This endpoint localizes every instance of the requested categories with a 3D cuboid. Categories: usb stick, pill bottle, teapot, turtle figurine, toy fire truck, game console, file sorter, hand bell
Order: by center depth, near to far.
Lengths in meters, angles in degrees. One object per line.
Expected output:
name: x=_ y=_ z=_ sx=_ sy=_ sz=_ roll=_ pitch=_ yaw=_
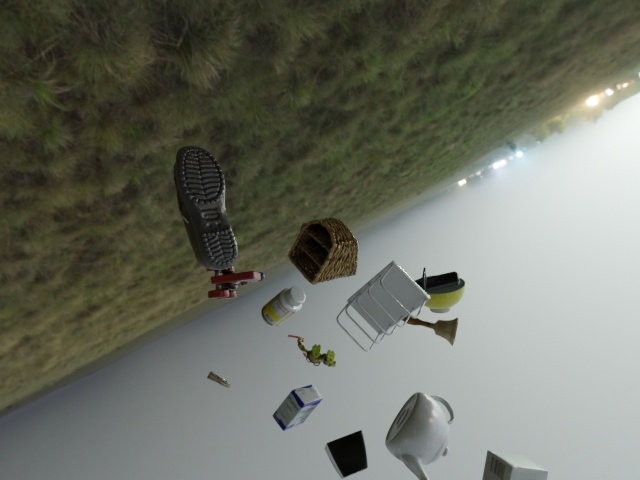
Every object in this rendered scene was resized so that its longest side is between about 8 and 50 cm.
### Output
teapot: x=0.360 y=0.668 z=1.386 sx=0.255 sy=0.187 sz=0.252 roll=-55 pitch=168 yaw=-4
file sorter: x=0.220 y=0.252 z=1.475 sx=0.277 sy=0.193 sz=0.173 roll=-47 pitch=175 yaw=35
game console: x=0.418 y=0.190 z=1.731 sx=0.071 sy=0.122 sz=0.107 roll=3 pitch=-135 yaw=19
hand bell: x=0.471 y=0.372 z=1.758 sx=0.242 sy=0.126 sz=0.126 roll=10 pitch=-165 yaw=22
pill bottle: x=-0.165 y=0.293 z=1.800 sx=0.215 sy=0.117 sz=0.117 roll=-41 pitch=171 yaw=33
turtle figurine: x=-0.031 y=0.513 z=1.813 sx=0.087 sy=0.270 sz=0.217 roll=-54 pitch=-177 yaw=-23
toy fire truck: x=-0.417 y=0.197 z=2.000 sx=0.254 sy=0.169 sz=0.302 roll=-6 pitch=170 yaw=4
usb stick: x=0.579 y=0.223 z=2.075 sx=0.278 sy=0.077 sz=0.045 roll=-15 pitch=148 yaw=16

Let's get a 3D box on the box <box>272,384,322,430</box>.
box: x=-0.082 y=0.609 z=1.462 sx=0.137 sy=0.072 sz=0.126 roll=-55 pitch=149 yaw=12

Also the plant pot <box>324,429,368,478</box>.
plant pot: x=0.140 y=1.077 z=1.999 sx=0.188 sy=0.166 sz=0.188 roll=-15 pitch=147 yaw=-14

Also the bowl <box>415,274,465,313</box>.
bowl: x=0.658 y=0.311 z=2.221 sx=0.290 sy=0.155 sz=0.289 roll=-8 pitch=-167 yaw=2

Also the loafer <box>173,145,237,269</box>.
loafer: x=-0.338 y=-0.084 z=1.099 sx=0.134 sy=0.365 sz=0.130 roll=-2 pitch=163 yaw=-41

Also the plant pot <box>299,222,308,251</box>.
plant pot: x=0.000 y=0.000 z=2.152 sx=0.181 sy=0.201 sz=0.201 roll=-1 pitch=-174 yaw=16

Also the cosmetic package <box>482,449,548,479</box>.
cosmetic package: x=0.795 y=0.977 z=1.642 sx=0.184 sy=0.151 sz=0.151 roll=14 pitch=175 yaw=-14

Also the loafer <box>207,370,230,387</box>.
loafer: x=-0.498 y=0.689 z=1.979 sx=0.039 sy=0.125 sz=0.045 roll=-65 pitch=-177 yaw=-21

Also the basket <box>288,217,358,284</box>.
basket: x=0.003 y=0.026 z=1.757 sx=0.223 sy=0.213 sz=0.299 roll=-10 pitch=-152 yaw=-22
